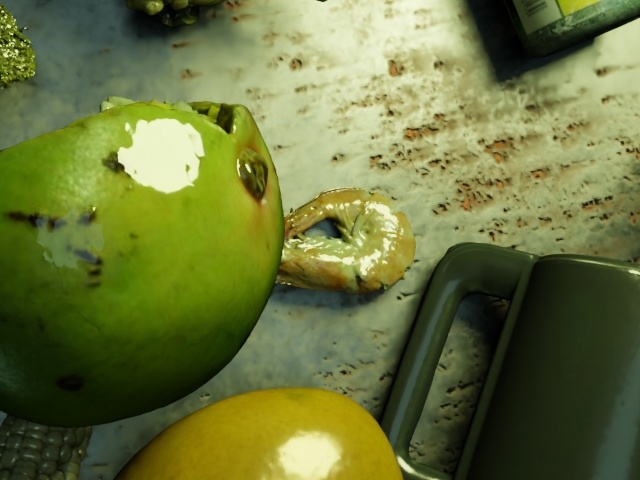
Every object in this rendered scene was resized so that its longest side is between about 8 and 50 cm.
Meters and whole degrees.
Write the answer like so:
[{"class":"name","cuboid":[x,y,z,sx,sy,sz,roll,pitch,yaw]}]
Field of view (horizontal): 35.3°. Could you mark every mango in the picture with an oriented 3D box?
[{"class":"mango","cuboid":[-0.070,0.325,0.782,0.300,0.232,0.445,22,77,-8]}]

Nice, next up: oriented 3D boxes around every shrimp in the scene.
[{"class":"shrimp","cuboid":[0.000,0.000,0.904,0.180,0.041,0.099,0,86,-12]}]

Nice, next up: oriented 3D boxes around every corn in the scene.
[{"class":"corn","cuboid":[-0.237,0.195,0.796,0.087,0.087,0.210,20,48,-11]}]

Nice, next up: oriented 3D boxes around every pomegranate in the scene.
[{"class":"pomegranate","cuboid":[-0.184,0.033,0.754,0.359,0.310,0.216,-25,97,20]}]

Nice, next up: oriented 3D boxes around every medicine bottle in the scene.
[{"class":"medicine bottle","cuboid":[0.201,-0.325,0.914,0.141,0.141,0.293,-23,92,-13]}]

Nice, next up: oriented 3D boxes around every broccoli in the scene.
[{"class":"broccoli","cuboid":[-0.301,-0.152,0.809,0.131,0.130,0.120,-28,139,-39]}]

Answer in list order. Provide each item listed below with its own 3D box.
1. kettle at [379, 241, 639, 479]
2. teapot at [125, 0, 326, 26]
[{"class":"kettle","cuboid":[0.210,0.176,0.893,0.203,0.262,0.307,26,76,-46]},{"class":"teapot","cuboid":[-0.095,-0.263,0.841,0.270,0.173,0.182,20,113,2]}]
